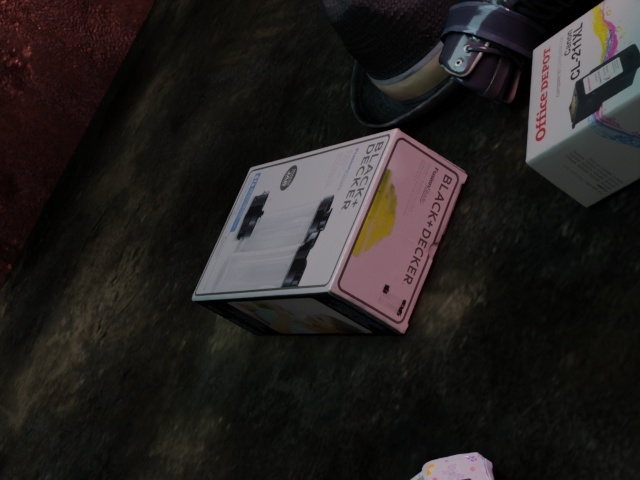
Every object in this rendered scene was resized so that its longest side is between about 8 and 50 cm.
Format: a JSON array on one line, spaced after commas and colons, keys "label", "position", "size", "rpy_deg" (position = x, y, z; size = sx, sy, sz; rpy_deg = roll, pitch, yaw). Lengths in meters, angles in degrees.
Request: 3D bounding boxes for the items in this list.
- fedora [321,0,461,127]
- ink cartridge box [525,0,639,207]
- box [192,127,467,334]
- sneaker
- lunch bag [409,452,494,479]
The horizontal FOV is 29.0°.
[{"label": "fedora", "position": [0.086, -0.288, 1.291], "size": [0.334, 0.152, 0.334], "rpy_deg": [-44, 28, 30]}, {"label": "ink cartridge box", "position": [0.238, -0.122, 0.909], "size": [0.175, 0.072, 0.127], "rpy_deg": [-33, 35, 42]}, {"label": "box", "position": [0.000, 0.000, 1.200], "size": [0.290, 0.087, 0.169], "rpy_deg": [-6, 57, 60]}, {"label": "sneaker", "position": [0.194, -0.198, 1.074], "size": [0.226, 0.086, 0.164], "rpy_deg": [9, 77, 56]}, {"label": "lunch bag", "position": [0.088, 0.192, 0.859], "size": [0.083, 0.053, 0.071], "rpy_deg": [-39, 31, 18]}]
